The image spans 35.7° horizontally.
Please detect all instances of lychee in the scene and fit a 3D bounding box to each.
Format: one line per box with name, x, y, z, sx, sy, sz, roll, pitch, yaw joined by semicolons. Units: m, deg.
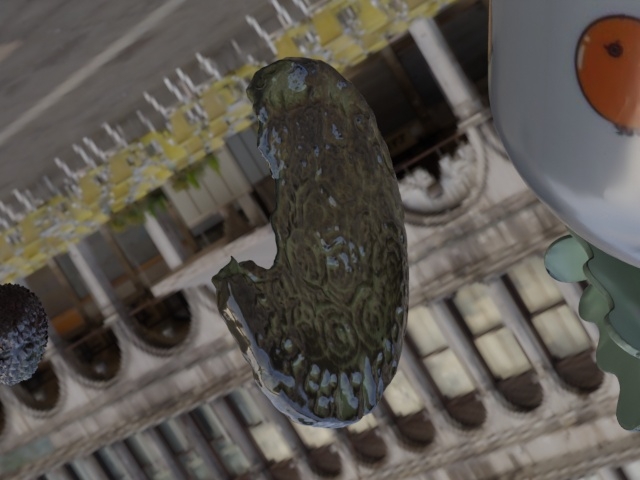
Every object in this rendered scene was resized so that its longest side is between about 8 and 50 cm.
lychee;-0.238;0.069;0.748;0.067;0.083;0.068;-18;-147;-28

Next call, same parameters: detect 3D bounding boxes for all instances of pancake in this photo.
pancake;0.000;0.000;0.774;0.033;0.288;0.286;-11;-171;33

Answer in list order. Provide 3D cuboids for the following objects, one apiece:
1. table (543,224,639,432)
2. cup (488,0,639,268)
table;0.304;0.061;0.901;0.166;0.166;0.198;-29;-150;18
cup;0.166;-0.147;0.349;0.212;0.317;0.212;-3;-144;2
